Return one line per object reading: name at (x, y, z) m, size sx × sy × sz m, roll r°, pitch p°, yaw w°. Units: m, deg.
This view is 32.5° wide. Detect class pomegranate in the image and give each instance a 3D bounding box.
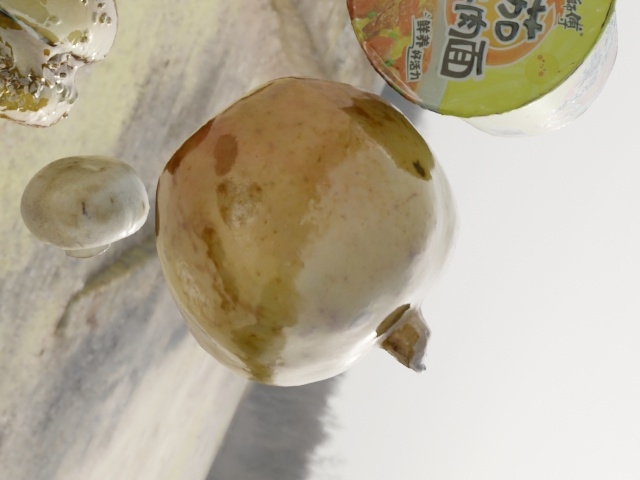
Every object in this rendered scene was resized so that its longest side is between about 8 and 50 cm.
pomegranate at (0.000, 0.000, 1.141) m, size 0.342 × 0.343 × 0.342 m, roll 24°, pitch 90°, yaw -90°

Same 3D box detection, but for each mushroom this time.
mushroom at (-0.301, -0.043, 1.417) m, size 0.166 × 0.166 × 0.127 m, roll -66°, pitch 152°, yaw -58°

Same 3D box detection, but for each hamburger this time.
hamburger at (-0.461, -0.322, 1.378) m, size 0.268 × 0.445 × 0.287 m, roll -47°, pitch -159°, yaw 12°

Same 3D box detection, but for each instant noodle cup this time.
instant noodle cup at (0.187, -0.226, 1.108) m, size 0.200 × 0.264 × 0.264 m, roll 22°, pitch 92°, yaw -64°
